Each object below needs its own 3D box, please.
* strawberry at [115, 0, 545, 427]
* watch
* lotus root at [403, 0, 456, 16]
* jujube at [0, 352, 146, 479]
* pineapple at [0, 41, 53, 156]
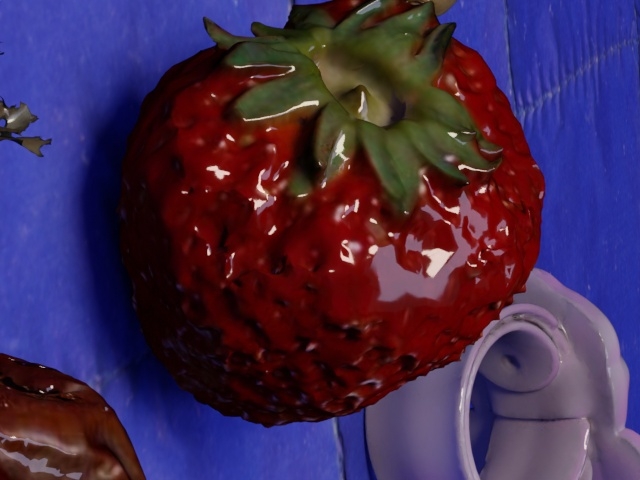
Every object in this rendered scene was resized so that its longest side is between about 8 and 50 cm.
[{"bbox_3d":[0.000,0.000,1.068,0.277,0.257,0.257,110,3,-50],"label":"strawberry"},{"bbox_3d":[0.141,0.163,1.470,0.217,0.211,0.248,-27,108,-44],"label":"watch"},{"bbox_3d":[0.090,-0.229,1.447,0.073,0.062,0.150,60,37,-49],"label":"lotus root"},{"bbox_3d":[-0.165,0.168,0.773,0.183,0.183,0.243,24,77,-64],"label":"jujube"},{"bbox_3d":[-0.221,0.013,0.637,0.361,0.175,0.175,-52,137,-54],"label":"pineapple"}]
